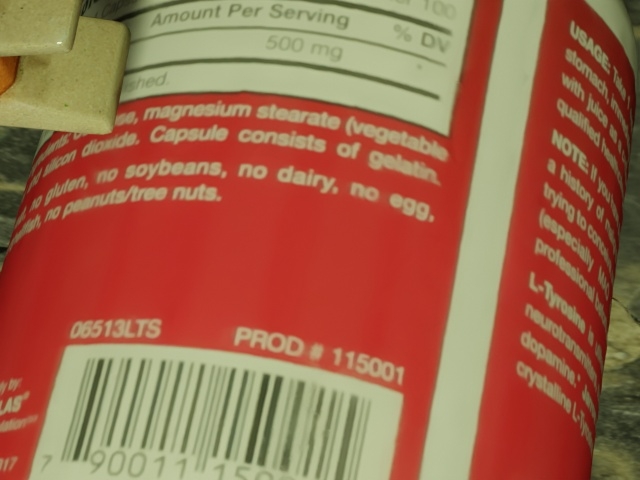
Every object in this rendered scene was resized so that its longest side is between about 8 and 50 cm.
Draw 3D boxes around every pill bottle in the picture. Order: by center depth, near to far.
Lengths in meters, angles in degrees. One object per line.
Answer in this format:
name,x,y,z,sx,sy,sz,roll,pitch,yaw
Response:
pill bottle,0.000,0.000,0.703,0.229,0.407,0.229,10,154,5

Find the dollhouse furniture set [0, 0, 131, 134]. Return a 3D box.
dollhouse furniture set,-0.138,-0.190,0.539,0.135,0.259,0.262,3,156,9
